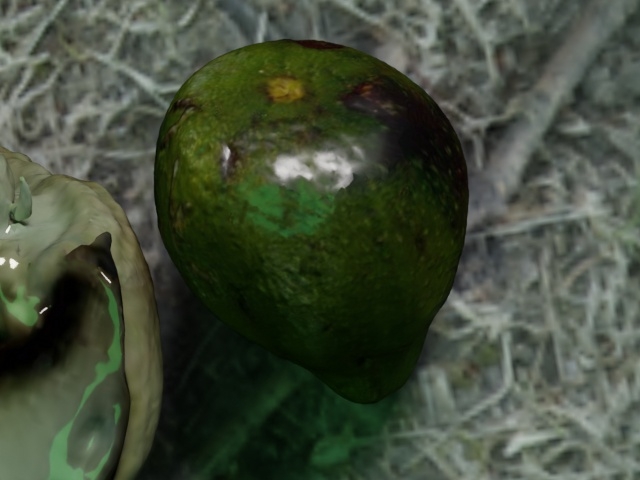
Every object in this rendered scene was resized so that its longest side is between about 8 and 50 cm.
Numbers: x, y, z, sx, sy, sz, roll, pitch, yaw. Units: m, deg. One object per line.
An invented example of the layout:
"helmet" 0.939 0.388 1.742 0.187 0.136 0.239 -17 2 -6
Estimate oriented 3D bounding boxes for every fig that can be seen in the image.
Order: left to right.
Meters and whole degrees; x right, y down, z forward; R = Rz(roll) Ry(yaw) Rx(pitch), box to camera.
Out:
"fig" 0.000 0.000 0.724 0.123 0.123 0.156 9 134 18

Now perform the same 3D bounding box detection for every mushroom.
"mushroom" -0.179 0.043 0.759 0.267 0.164 0.189 -4 99 16
